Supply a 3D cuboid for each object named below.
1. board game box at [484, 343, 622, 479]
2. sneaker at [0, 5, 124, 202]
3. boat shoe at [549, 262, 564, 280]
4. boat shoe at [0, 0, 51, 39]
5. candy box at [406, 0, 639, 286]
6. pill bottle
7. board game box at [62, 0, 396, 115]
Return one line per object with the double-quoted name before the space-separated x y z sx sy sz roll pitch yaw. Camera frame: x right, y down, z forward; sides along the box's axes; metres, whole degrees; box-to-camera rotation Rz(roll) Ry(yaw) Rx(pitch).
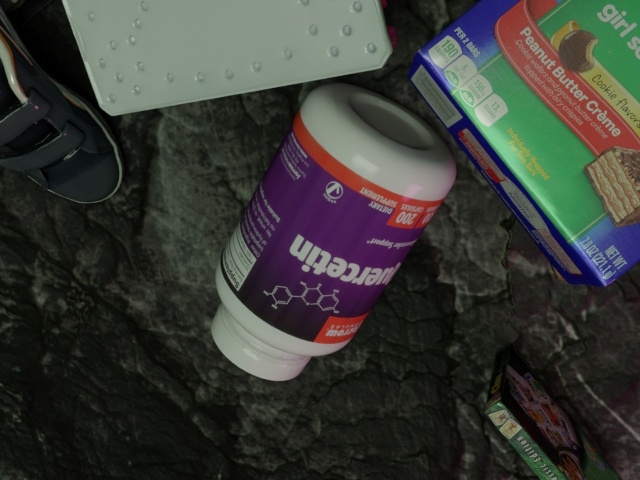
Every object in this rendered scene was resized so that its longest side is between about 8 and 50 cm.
"board game box" 0.286 0.253 1.096 0.030 0.136 0.260 -36 98 24
"sneaker" -0.351 -0.147 1.073 0.126 0.127 0.321 -31 120 13
"boat shoe" 0.249 -0.100 0.984 0.089 0.105 0.285 -16 110 12
"boat shoe" -0.381 -0.255 1.108 0.206 0.075 0.065 -41 94 21
"candy box" 0.285 -0.156 0.858 0.317 0.122 0.268 -39 91 -2
"pill bottle" 0.000 0.000 1.045 0.181 0.181 0.323 31 117 2
"board game box" -0.134 -0.343 0.966 0.389 0.050 0.390 -4 111 32
